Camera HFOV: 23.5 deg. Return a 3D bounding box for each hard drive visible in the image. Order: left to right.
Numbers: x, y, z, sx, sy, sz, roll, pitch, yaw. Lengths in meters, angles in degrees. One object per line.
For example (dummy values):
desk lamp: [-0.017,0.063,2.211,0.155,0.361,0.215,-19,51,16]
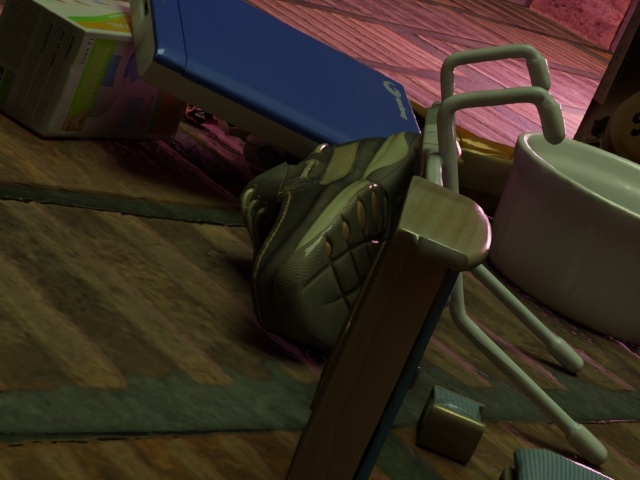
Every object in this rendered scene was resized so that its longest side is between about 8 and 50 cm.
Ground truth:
hard drive: [-0.038,-0.156,1.515,0.319,0.040,0.210,25,29,-26]

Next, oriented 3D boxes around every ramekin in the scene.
ramekin: [0.312,0.003,1.640,0.277,0.135,0.277,21,17,-7]

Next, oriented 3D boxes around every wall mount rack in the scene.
wall mount rack: [0.153,0.006,1.268,0.131,0.304,0.350,-4,16,6]

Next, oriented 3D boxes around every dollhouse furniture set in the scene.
dollhouse furniture set: [0.158,0.109,0.993,0.303,0.198,0.286,24,17,0]

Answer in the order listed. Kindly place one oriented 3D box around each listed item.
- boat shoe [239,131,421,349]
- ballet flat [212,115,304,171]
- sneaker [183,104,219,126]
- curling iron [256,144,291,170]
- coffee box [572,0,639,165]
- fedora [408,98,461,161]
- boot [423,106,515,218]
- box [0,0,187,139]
boat shoe: [0.000,0.000,1.303,0.130,0.132,0.355,0,16,18]
ballet flat: [-0.064,-0.109,1.618,0.070,0.070,0.188,9,26,-40]
sneaker: [-0.145,-0.150,1.679,0.119,0.047,0.057,10,32,-34]
curling iron: [0.017,-0.017,1.480,0.068,0.035,0.274,-2,30,-42]
coffee box: [0.450,-0.165,2.059,0.168,0.297,0.119,22,16,-2]
fedora: [0.056,-0.094,1.674,0.194,0.079,0.194,12,33,-8]
boot: [0.207,-0.090,1.843,0.295,0.104,0.211,13,19,-19]
box: [-0.219,-0.170,1.508,0.103,0.114,0.203,32,18,26]
